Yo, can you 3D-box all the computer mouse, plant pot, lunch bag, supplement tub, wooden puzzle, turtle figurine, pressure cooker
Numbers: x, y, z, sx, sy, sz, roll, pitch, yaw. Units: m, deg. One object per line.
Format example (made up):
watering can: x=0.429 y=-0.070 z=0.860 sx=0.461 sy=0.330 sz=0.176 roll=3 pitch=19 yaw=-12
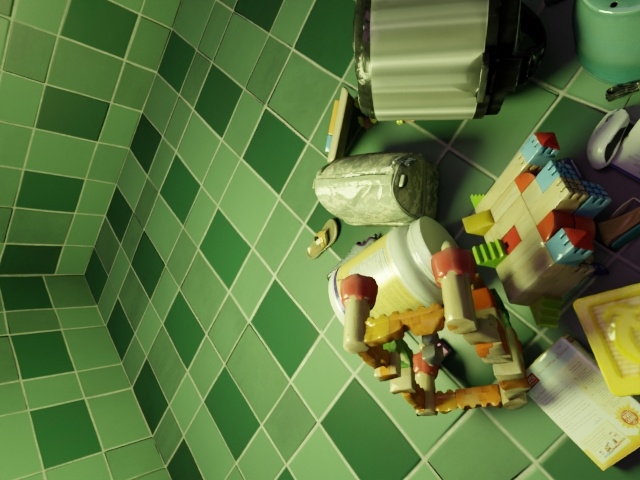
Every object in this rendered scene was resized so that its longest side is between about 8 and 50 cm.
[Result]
computer mouse: x=0.636 y=-0.253 z=0.919 sx=0.106 sy=0.042 sz=0.193 roll=-107 pitch=32 yaw=-75
plant pot: x=0.633 y=-0.480 z=0.824 sx=0.271 sy=0.255 sz=0.272 roll=-3 pitch=86 yaw=41
lunch bag: x=0.164 y=-0.149 z=1.208 sx=0.305 sy=0.256 sz=0.213 roll=4 pitch=90 yaw=41
supplement tub: x=0.210 y=0.107 z=1.160 sx=0.331 sy=0.241 sz=0.241 roll=-38 pitch=64 yaw=32
wooden puzzle: x=0.060 y=-0.358 z=1.338 sx=0.044 sy=0.239 sz=0.221 roll=13 pitch=101 yaw=6
turtle figurine: x=0.205 y=-0.460 z=1.306 sx=0.217 sy=0.087 sz=0.270 roll=-25 pitch=80 yaw=45
pressure cooker: x=0.308 y=-0.478 z=1.008 sx=0.420 sy=0.375 sz=0.370 roll=4 pitch=91 yaw=14

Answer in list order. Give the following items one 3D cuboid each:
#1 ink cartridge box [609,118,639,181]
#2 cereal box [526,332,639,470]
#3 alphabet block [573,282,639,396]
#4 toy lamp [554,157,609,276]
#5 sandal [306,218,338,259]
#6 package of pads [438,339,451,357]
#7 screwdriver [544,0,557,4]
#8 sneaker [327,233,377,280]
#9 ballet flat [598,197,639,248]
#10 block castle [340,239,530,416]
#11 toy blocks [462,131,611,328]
ink cartridge box: x=0.783 y=-0.204 z=0.780 sx=0.303 sy=0.072 sz=0.307 roll=47 pitch=138 yaw=32
cereal box: x=0.587 y=0.352 z=0.930 sx=0.240 sy=0.047 sz=0.173 roll=50 pitch=127 yaw=32
alphabet block: x=0.641 y=0.175 z=0.810 sx=0.193 sy=0.197 sz=0.192 roll=-29 pitch=69 yaw=36
toy lamp: x=0.581 y=-0.053 z=0.958 sx=0.080 sy=0.080 sz=0.275 roll=-15 pitch=77 yaw=39
sandal: x=0.000 y=0.000 z=1.476 sx=0.180 sy=0.049 sz=0.072 roll=-49 pitch=58 yaw=27
package of pads: x=0.324 y=0.322 z=1.184 sx=0.050 sy=0.032 sz=0.083 roll=46 pitch=116 yaw=30
screwdriver: x=0.629 y=-0.607 z=0.999 sx=0.169 sy=0.025 sz=0.024 roll=-8 pitch=81 yaw=32
sneaker: x=0.112 y=0.064 z=1.374 sx=0.223 sy=0.083 sz=0.098 roll=-31 pitch=44 yaw=33
ballet flat: x=0.676 y=-0.071 z=0.854 sx=0.232 sy=0.080 sz=0.073 roll=-49 pitch=42 yaw=44
block castle: x=0.270 y=0.213 z=0.953 sx=0.303 sy=0.453 sz=0.213 roll=-19 pitch=41 yaw=27
toy blocks: x=0.476 y=-0.048 z=0.895 sx=0.261 sy=0.190 sz=0.381 roll=113 pitch=162 yaw=-46
